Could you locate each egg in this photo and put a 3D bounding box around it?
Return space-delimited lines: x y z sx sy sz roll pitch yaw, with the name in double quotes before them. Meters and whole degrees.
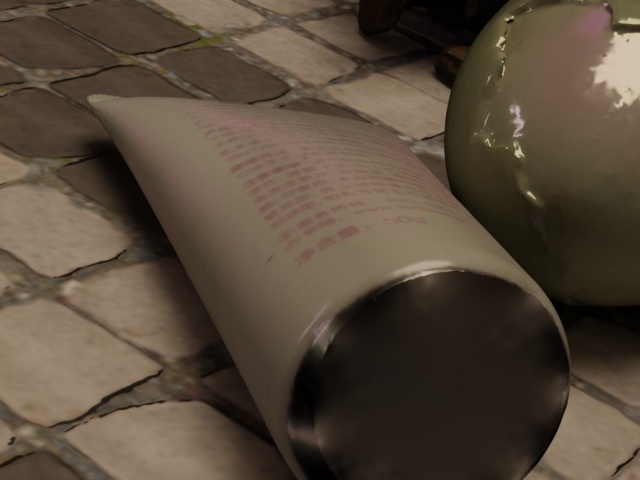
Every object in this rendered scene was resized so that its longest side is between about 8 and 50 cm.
"egg" 0.152 -0.051 0.844 0.183 0.183 0.217 24 38 17

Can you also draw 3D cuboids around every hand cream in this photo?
"hand cream" 0.000 0.000 0.764 0.185 0.118 0.359 4 21 -17

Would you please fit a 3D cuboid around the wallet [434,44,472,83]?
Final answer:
"wallet" 0.168 -0.108 1.123 0.152 0.039 0.118 -3 30 -35

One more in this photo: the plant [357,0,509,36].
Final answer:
"plant" 0.111 -0.230 1.156 0.234 0.178 0.204 -10 36 -5
